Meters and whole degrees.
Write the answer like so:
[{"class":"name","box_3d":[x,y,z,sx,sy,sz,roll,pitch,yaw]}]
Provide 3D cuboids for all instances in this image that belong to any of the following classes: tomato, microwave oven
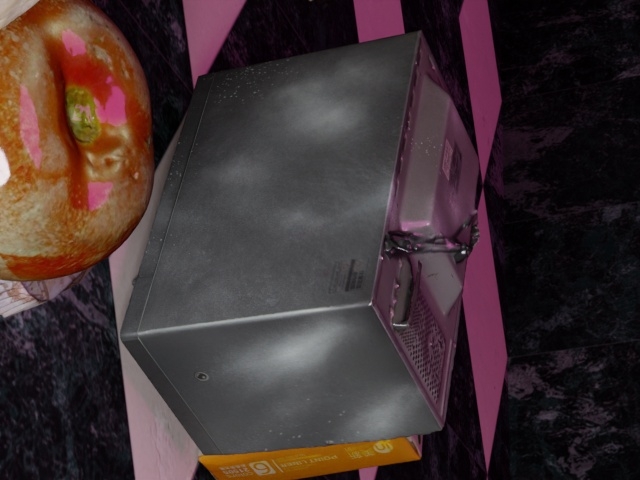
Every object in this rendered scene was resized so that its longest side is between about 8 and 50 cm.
[{"class":"tomato","box_3d":[-0.281,-0.093,1.455,0.270,0.222,0.270,18,69,-56]},{"class":"microwave oven","box_3d":[0.000,0.000,1.944,0.236,0.374,0.432,59,32,-41]}]

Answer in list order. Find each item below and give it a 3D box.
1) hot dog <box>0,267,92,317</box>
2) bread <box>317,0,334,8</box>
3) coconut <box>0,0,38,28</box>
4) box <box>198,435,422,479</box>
[{"class":"hot dog","box_3d":[-0.276,-0.018,1.658,0.268,0.075,0.144,-43,116,-63]},{"class":"bread","box_3d":[-0.080,-0.535,1.985,0.405,0.346,0.242,23,54,-17]},{"class":"coconut","box_3d":[-0.330,-0.332,1.259,0.346,0.346,0.360,40,52,-61]},{"class":"box","box_3d":[-0.004,0.180,2.023,0.091,0.273,0.221,56,32,-43]}]
